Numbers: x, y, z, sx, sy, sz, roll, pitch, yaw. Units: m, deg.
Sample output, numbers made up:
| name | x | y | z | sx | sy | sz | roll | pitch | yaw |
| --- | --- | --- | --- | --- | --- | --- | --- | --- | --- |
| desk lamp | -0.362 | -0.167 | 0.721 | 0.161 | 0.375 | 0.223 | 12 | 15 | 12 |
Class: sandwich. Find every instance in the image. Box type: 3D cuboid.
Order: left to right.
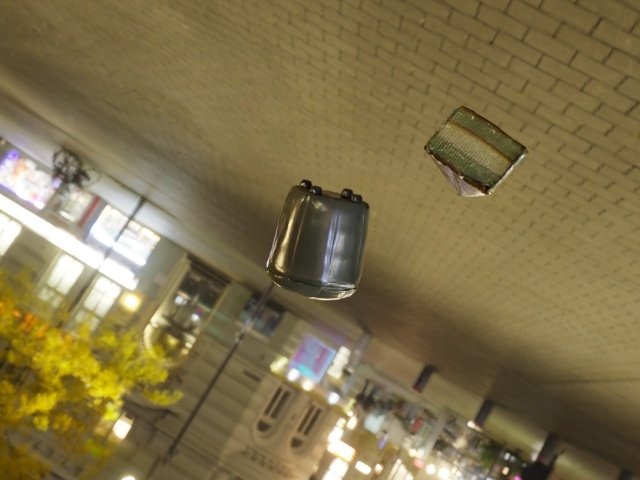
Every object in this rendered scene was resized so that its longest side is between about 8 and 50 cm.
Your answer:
| name | x | y | z | sx | sy | sz | roll | pitch | yaw |
| --- | --- | --- | --- | --- | --- | --- | --- | --- | --- |
| sandwich | 0.218 | -0.087 | 1.020 | 0.113 | 0.079 | 0.163 | 42 | -178 | 32 |

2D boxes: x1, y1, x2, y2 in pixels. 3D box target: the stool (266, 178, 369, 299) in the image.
| name | x | y | z | sx | sy | sz | roll | pitch | yaw |
| --- | --- | --- | --- | --- | --- | --- | --- | --- | --- |
| stool | 0.000 | 0.000 | 0.781 | 0.096 | 0.110 | 0.096 | 12 | -173 | -1 |
